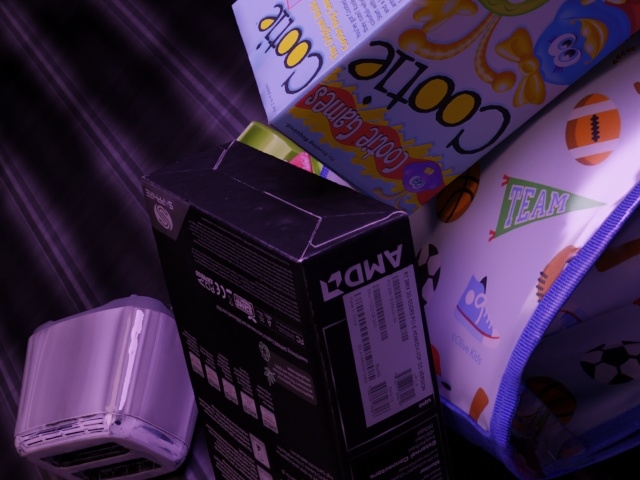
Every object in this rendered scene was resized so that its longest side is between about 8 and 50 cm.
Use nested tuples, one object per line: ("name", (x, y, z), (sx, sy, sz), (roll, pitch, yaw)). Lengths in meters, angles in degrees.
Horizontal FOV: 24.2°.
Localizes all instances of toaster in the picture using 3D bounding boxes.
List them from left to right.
("toaster", (-0.199, 0.150, 1.459), (0.227, 0.129, 0.146), (-17, 53, 36))

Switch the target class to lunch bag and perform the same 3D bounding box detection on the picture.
("lunch bag", (0.185, -0.038, 1.102), (0.385, 0.239, 0.328), (-46, 36, -5))

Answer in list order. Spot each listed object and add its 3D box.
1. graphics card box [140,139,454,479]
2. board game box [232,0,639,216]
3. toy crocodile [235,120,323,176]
("graphics card box", (-0.006, 0.130, 1.082), (0.094, 0.371, 0.233), (-24, 26, -24))
("board game box", (0.097, -0.170, 0.993), (0.275, 0.142, 0.144), (-39, 40, 19))
("toy crocodile", (0.000, 0.000, 1.380), (0.115, 0.105, 0.340), (-41, 38, 16))
